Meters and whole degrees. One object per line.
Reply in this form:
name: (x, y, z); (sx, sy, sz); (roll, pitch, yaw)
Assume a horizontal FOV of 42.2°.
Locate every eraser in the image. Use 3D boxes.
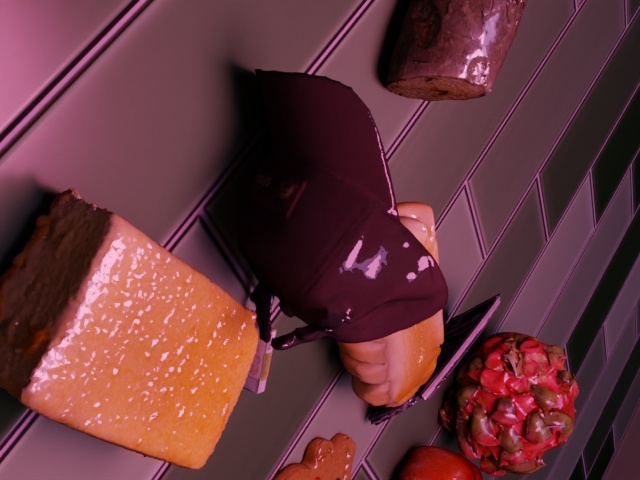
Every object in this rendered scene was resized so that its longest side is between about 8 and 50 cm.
eraser: (-0.079, 0.143, 1.017); (0.019, 0.038, 0.083); (-12, 117, -58)

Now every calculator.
calculator: (0.190, 0.193, 1.354); (0.274, 0.028, 0.166); (-43, 179, -35)

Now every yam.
yam: (0.187, -0.301, 1.068); (0.154, 0.154, 0.255); (17, 91, -57)

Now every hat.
hat: (-0.028, -0.003, 0.882); (0.209, 0.238, 0.336); (-39, 118, -18)

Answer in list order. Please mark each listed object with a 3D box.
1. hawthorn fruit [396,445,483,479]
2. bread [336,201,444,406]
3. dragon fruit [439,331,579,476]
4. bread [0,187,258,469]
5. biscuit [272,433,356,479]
hawthorn fruit: (0.226, 0.452, 1.478); (0.157, 0.194, 0.157); (-17, 110, -56)
bread: (0.088, 0.100, 1.160); (0.173, 0.121, 0.311); (-39, 138, -34)
dragon fruit: (0.362, 0.316, 1.573); (0.237, 0.231, 0.303); (-32, 147, -50)
bread: (-0.180, 0.095, 0.786); (0.185, 0.114, 0.275); (-65, 148, -14)
biscuit: (-0.020, 0.376, 1.228); (0.225, 0.036, 0.166); (-15, 120, -51)
